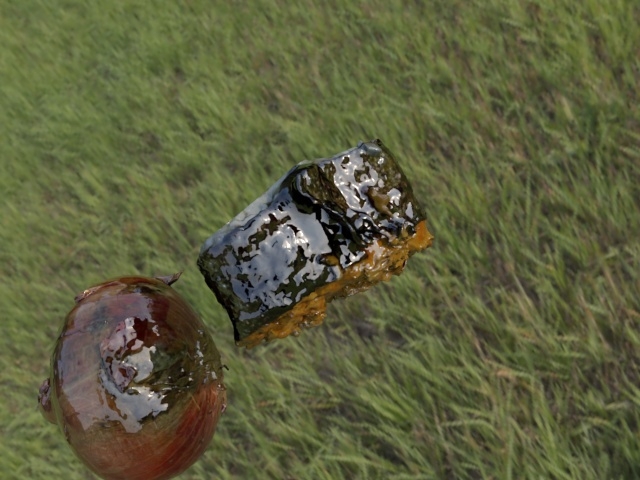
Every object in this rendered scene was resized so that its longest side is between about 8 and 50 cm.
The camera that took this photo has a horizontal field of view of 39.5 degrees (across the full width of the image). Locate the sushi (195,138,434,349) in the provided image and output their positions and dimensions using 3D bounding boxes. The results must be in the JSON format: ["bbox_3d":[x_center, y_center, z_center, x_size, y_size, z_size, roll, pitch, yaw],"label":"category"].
[{"bbox_3d":[0.000,0.000,1.261,0.348,0.208,0.234,-32,-4,-21],"label":"sushi"}]

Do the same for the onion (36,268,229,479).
[{"bbox_3d":[-0.294,0.219,1.467,0.353,0.354,0.354,-23,36,18],"label":"onion"}]
